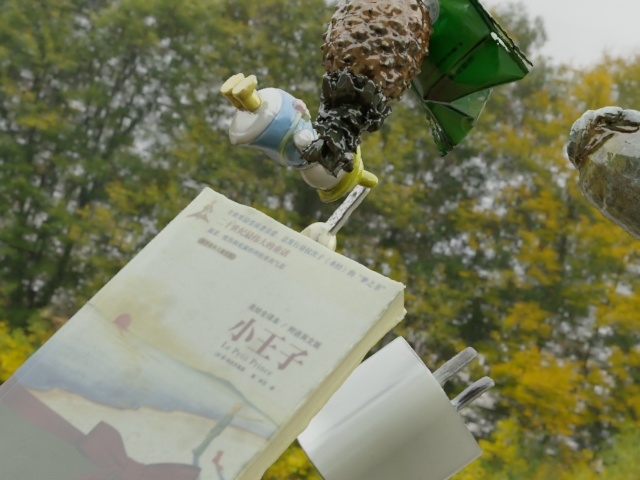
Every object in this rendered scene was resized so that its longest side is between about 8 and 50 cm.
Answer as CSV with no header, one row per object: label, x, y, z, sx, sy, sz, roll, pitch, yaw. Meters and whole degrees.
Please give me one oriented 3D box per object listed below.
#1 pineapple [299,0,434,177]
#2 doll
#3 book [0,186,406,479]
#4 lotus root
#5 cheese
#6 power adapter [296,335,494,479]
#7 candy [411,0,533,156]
pineapple,0.038,-0.149,0.995,0.108,0.197,0.108,18,-23,8
doll,-0.028,-0.126,1.360,0.241,0.098,0.135,29,-36,-30
book,-0.104,0.098,0.691,0.201,0.289,0.026,26,-27,34
lotus root,0.484,-0.056,1.349,0.350,0.175,0.175,32,2,30
cheese,0.000,0.000,1.723,0.054,0.251,0.127,32,18,-24
power adapter,0.109,0.236,1.354,0.187,0.255,0.124,57,-3,-34
candy,0.133,-0.182,1.082,0.141,0.078,0.203,46,-26,6
